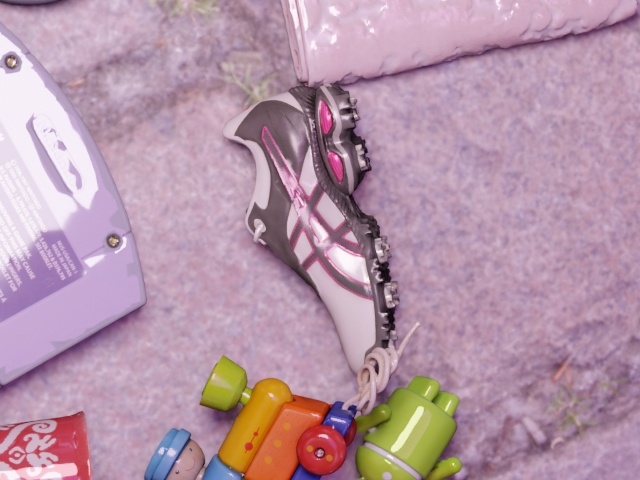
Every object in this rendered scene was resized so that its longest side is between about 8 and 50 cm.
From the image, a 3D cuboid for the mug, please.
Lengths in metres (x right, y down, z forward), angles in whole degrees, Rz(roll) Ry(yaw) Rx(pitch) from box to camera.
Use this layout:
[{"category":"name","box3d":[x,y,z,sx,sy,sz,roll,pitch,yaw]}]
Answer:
[{"category":"mug","box3d":[-0.272,0.219,1.426,0.169,0.113,0.150,-3,62,-11]}]

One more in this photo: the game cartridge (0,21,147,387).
[{"category":"game cartridge","box3d":[-0.281,-0.039,1.477,0.198,0.062,0.297,-30,94,-19]}]

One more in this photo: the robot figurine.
[{"category":"robot figurine","box3d":[0.076,0.177,1.548,0.101,0.067,0.115,38,78,-22]}]

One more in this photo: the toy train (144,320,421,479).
[{"category":"toy train","box3d":[-0.036,0.140,1.481,0.143,0.105,0.248,29,99,2]}]

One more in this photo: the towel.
[{"category":"towel","box3d":[0.110,-0.322,1.580,0.332,0.053,0.317,-13,98,-13]}]

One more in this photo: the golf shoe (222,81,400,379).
[{"category":"golf shoe","box3d":[0.000,0.000,1.538,0.120,0.105,0.273,-14,87,5]}]

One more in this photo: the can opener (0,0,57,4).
[{"category":"can opener","box3d":[-0.158,-0.279,1.495,0.283,0.076,0.095,-16,123,0]}]
